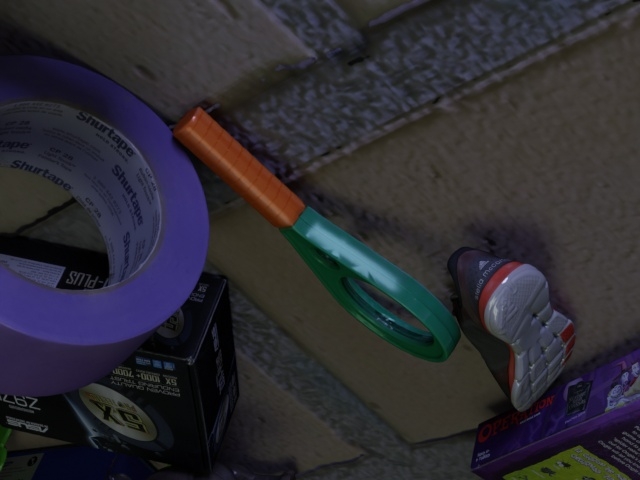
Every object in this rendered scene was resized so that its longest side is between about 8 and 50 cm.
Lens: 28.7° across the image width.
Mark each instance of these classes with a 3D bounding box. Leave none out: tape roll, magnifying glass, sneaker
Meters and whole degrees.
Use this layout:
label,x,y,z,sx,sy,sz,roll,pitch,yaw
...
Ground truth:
label,x,y,z,sx,sy,sz,roll,pitch,yaw
tape roll,-0.166,-0.010,0.735,0.189,0.189,0.080,33,137,-15
magnifying glass,0.000,0.000,0.792,0.231,0.026,0.092,40,162,-18
sneaker,0.119,0.051,0.809,0.065,0.061,0.158,35,161,35

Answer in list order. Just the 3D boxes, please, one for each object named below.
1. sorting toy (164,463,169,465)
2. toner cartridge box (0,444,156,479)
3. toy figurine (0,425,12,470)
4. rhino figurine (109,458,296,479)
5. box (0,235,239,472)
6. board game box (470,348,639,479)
label,x,y,z,sx,sy,sz,roll,pitch,yaw
sorting toy,-0.147,0.163,1.058,0.062,0.012,0.083,3,134,12
toner cartridge box,-0.161,0.326,1.199,0.165,0.075,0.348,-10,132,33
toy figurine,-0.355,0.148,1.062,0.159,0.130,0.173,29,150,7
rhino figurine,-0.098,0.209,0.973,0.106,0.073,0.243,6,174,17
box,-0.160,0.085,0.925,0.180,0.077,0.147,11,140,9
board game box,0.303,0.195,0.883,0.347,0.056,0.208,34,142,-20
